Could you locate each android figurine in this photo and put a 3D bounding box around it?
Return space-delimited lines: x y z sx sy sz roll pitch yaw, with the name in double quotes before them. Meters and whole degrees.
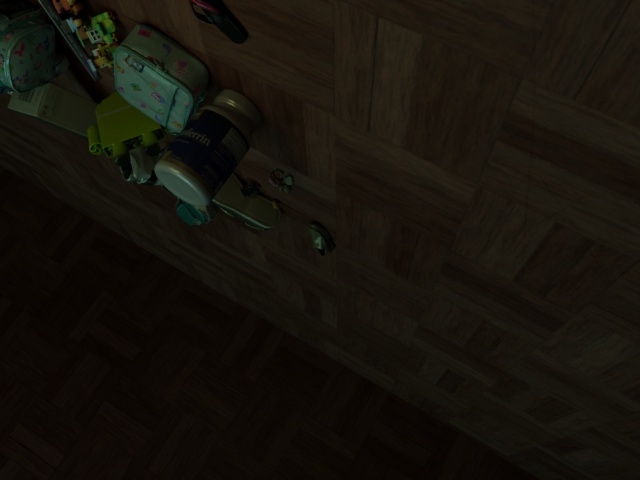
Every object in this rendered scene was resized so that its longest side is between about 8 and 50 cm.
"android figurine" -0.520 -0.322 1.693 0.056 0.248 0.273 74 172 -55

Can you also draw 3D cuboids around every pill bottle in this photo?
"pill bottle" -0.547 -0.506 1.573 0.083 0.043 0.043 36 160 -10
"pill bottle" -0.260 -0.224 1.473 0.153 0.265 0.153 28 159 12

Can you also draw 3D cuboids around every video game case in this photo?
"video game case" -0.649 -0.548 1.533 0.196 0.026 0.274 54 171 29

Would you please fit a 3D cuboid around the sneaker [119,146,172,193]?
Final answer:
"sneaker" -0.619 -0.245 2.159 0.122 0.146 0.330 15 155 38

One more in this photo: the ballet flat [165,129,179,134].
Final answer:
"ballet flat" -0.471 -0.361 1.793 0.206 0.073 0.067 18 128 30

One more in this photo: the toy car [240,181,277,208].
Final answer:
"toy car" -0.189 -0.132 1.899 0.122 0.060 0.040 46 -171 -17

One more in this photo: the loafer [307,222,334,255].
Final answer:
"loafer" 0.000 0.000 1.922 0.056 0.050 0.148 16 155 39

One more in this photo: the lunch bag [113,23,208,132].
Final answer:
"lunch bag" -0.390 -0.386 1.518 0.224 0.108 0.279 36 160 -8

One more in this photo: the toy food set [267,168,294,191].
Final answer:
"toy food set" -0.116 -0.167 1.750 0.078 0.019 0.122 31 160 4

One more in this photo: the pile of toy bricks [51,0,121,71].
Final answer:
"pile of toy bricks" -0.534 -0.512 1.475 0.118 0.105 0.212 -97 -13 -57

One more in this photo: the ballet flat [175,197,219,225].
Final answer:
"ballet flat" -0.410 -0.138 2.093 0.147 0.147 0.409 38 167 -15

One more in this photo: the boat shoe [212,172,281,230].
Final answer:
"boat shoe" -0.276 -0.137 1.933 0.324 0.117 0.096 32 158 -16

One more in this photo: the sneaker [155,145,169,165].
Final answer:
"sneaker" -0.472 -0.250 1.970 0.121 0.108 0.302 31 162 -6

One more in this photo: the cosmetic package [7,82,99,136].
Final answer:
"cosmetic package" -0.774 -0.395 1.917 0.160 0.113 0.309 19 179 32

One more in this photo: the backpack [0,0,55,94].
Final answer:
"backpack" -0.838 -0.503 1.637 0.191 0.253 0.225 32 131 14

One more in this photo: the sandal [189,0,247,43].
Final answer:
"sandal" -0.217 -0.448 1.208 0.179 0.040 0.067 43 158 -27

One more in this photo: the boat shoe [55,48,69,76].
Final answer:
"boat shoe" -0.870 -0.562 1.846 0.302 0.109 0.094 24 155 30
